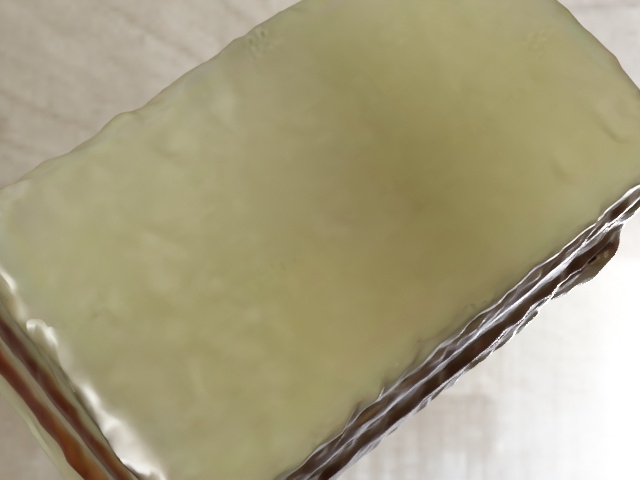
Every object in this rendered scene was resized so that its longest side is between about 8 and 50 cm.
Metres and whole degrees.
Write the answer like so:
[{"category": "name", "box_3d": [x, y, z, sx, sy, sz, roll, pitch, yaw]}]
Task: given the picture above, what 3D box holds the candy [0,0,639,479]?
[{"category": "candy", "box_3d": [0.000, 0.000, 0.807, 0.320, 0.179, 0.135, -37, -15, -26]}]
